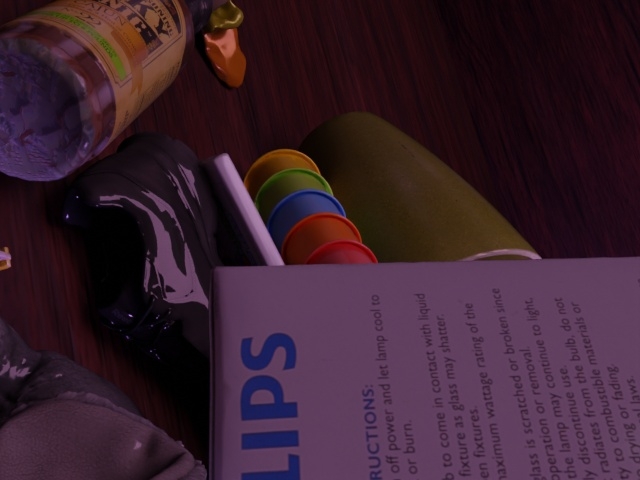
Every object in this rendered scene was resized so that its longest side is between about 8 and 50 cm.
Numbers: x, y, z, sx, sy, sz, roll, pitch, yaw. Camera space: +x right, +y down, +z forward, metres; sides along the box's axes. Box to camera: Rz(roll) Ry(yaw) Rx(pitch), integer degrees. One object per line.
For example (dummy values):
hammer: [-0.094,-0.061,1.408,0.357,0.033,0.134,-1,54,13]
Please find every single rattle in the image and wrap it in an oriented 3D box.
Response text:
rattle: [-0.065,-0.270,0.914,0.143,0.199,0.130,65,21,-11]

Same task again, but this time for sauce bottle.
sauce bottle: [-0.174,-0.166,0.683,0.111,0.111,0.344,60,21,-22]

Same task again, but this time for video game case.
video game case: [-0.083,0.002,0.731,0.019,0.143,0.157,-33,105,-27]

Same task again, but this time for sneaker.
sneaker: [-0.115,0.058,0.654,0.286,0.109,0.130,59,32,-7]

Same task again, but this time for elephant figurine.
elephant figurine: [-0.124,0.143,0.325,0.239,0.186,0.169,31,-32,55]

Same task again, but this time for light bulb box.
light bulb box: [0.116,0.197,0.530,0.358,0.361,0.225,93,-5,-53]

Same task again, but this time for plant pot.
plant pot: [0.085,-0.014,1.008,0.275,0.274,0.294,35,25,-56]

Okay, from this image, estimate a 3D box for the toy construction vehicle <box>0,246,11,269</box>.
toy construction vehicle: [-0.219,0.038,0.478,0.098,0.035,0.086,15,57,-65]

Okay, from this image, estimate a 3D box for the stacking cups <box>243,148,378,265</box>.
stacking cups: [0.000,0.000,0.794,0.096,0.096,0.316,57,-1,-29]
